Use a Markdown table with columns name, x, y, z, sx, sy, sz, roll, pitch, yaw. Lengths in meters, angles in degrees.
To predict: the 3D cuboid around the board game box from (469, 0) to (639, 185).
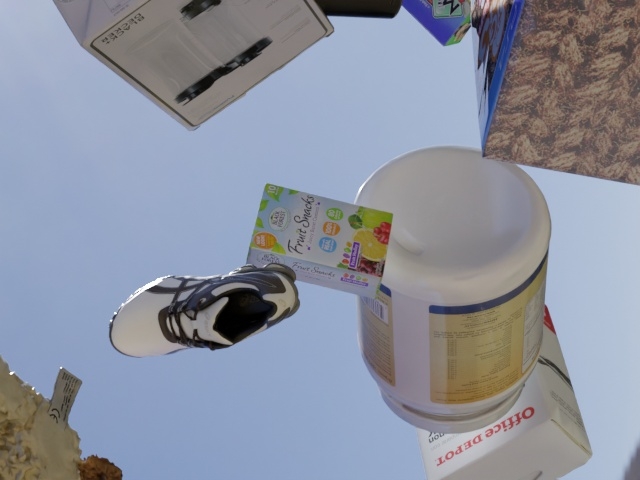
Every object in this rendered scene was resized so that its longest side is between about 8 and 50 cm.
| name | x | y | z | sx | sy | sz | roll | pitch | yaw |
| --- | --- | --- | --- | --- | --- | --- | --- | --- | --- |
| board game box | 0.216 | -0.161 | 0.919 | 0.291 | 0.232 | 0.141 | -85 | 6 | -55 |

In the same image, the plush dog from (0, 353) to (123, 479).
| name | x | y | z | sx | sy | sz | roll | pitch | yaw |
| --- | --- | --- | --- | --- | --- | --- | --- | --- | --- |
| plush dog | -0.319 | 0.229 | 1.356 | 0.211 | 0.225 | 0.262 | 21 | -132 | -57 |

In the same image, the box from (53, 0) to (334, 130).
| name | x | y | z | sx | sy | sz | roll | pitch | yaw |
| --- | --- | --- | --- | --- | --- | --- | --- | --- | --- |
| box | -0.105 | -0.200 | 1.295 | 0.087 | 0.169 | 0.290 | 57 | -174 | 15 |

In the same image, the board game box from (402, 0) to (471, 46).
| name | x | y | z | sx | sy | sz | roll | pitch | yaw |
| --- | --- | --- | --- | --- | --- | --- | --- | --- | --- |
| board game box | 0.104 | -0.411 | 1.811 | 0.213 | 0.317 | 0.046 | -52 | -16 | 31 |

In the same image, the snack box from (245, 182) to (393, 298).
| name | x | y | z | sx | sy | sz | roll | pitch | yaw |
| --- | --- | --- | --- | --- | --- | --- | --- | --- | --- |
| snack box | 0.000 | 0.000 | 1.630 | 0.100 | 0.141 | 0.037 | -78 | 2 | -46 |

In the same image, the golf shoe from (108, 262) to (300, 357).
| name | x | y | z | sx | sy | sz | roll | pitch | yaw |
| --- | --- | --- | --- | --- | --- | --- | --- | --- | --- |
| golf shoe | -0.120 | 0.071 | 1.499 | 0.094 | 0.198 | 0.077 | -59 | -50 | -75 |

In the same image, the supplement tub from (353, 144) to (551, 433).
| name | x | y | z | sx | sy | sz | roll | pitch | yaw |
| --- | --- | --- | --- | --- | --- | --- | --- | --- | --- |
| supplement tub | 0.154 | 0.065 | 1.857 | 0.316 | 0.228 | 0.228 | 85 | -161 | -50 |

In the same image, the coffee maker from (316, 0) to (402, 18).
| name | x | y | z | sx | sy | sz | roll | pitch | yaw |
| --- | --- | --- | --- | --- | --- | --- | --- | --- | --- |
| coffee maker | 0.002 | -0.285 | 1.674 | 0.120 | 0.178 | 0.171 | 116 | 142 | -49 |

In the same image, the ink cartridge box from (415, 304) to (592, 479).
| name | x | y | z | sx | sy | sz | roll | pitch | yaw |
| --- | --- | --- | --- | --- | --- | --- | --- | --- | --- |
| ink cartridge box | 0.228 | 0.207 | 2.093 | 0.114 | 0.197 | 0.272 | 40 | -154 | -38 |
